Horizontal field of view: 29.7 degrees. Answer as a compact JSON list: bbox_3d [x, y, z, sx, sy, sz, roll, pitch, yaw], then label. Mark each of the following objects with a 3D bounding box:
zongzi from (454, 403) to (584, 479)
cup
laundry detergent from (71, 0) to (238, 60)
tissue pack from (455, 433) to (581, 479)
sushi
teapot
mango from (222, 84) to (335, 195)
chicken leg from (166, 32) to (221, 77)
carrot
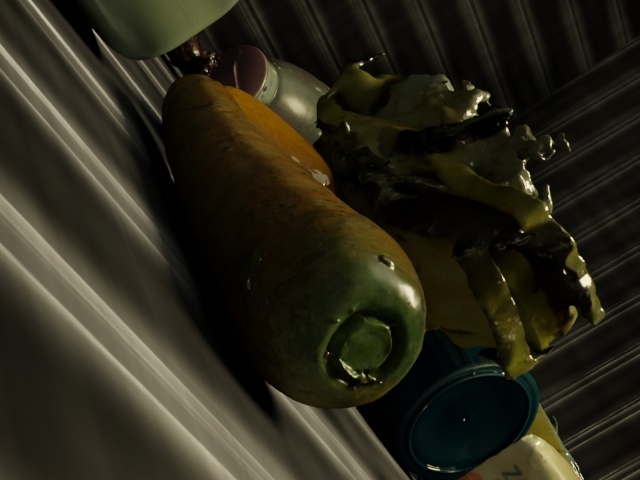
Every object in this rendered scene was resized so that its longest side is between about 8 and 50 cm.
[{"bbox_3d":[0.140,0.172,1.044,0.228,0.115,0.256,62,10,22],"label":"zongzi"},{"bbox_3d":[0.085,0.093,0.859,0.150,0.113,0.138,52,6,-40],"label":"cup"},{"bbox_3d":[-0.157,-0.245,0.637,0.280,0.105,0.215,53,4,-36],"label":"laundry detergent"},{"bbox_3d":[0.147,0.217,0.675,0.196,0.092,0.148,57,2,25],"label":"tissue pack"},{"bbox_3d":[0.078,-0.016,0.745,0.139,0.131,0.291,64,-9,-30],"label":"sushi"},{"bbox_3d":[-0.063,-0.126,1.253,0.116,0.148,0.146,12,-15,37],"label":"teapot"},{"bbox_3d":[-0.039,-0.051,0.716,0.114,0.057,0.079,33,9,23],"label":"mango"},{"bbox_3d":[-0.170,-0.252,1.134,0.253,0.051,0.106,56,-4,23],"label":"chicken leg"},{"bbox_3d":[-0.036,-0.024,0.569,0.078,0.078,0.298,55,-1,-34],"label":"carrot"}]
